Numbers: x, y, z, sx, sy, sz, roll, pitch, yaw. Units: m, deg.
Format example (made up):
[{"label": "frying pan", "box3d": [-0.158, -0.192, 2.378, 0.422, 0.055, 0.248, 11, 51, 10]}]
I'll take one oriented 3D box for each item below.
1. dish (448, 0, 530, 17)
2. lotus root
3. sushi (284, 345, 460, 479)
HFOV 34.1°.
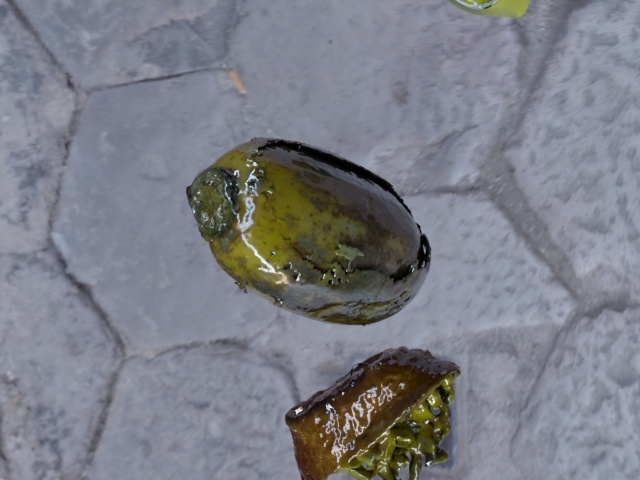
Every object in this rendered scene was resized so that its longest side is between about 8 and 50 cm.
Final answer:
[{"label": "dish", "box3d": [0.210, -0.375, 1.417, 0.149, 0.080, 0.207, -30, 110, 37]}, {"label": "lotus root", "box3d": [0.000, 0.000, 1.247, 0.179, 0.397, 0.195, -27, 64, 31]}, {"label": "sushi", "box3d": [0.077, 0.263, 1.489, 0.296, 0.167, 0.179, -33, 86, 3]}]
